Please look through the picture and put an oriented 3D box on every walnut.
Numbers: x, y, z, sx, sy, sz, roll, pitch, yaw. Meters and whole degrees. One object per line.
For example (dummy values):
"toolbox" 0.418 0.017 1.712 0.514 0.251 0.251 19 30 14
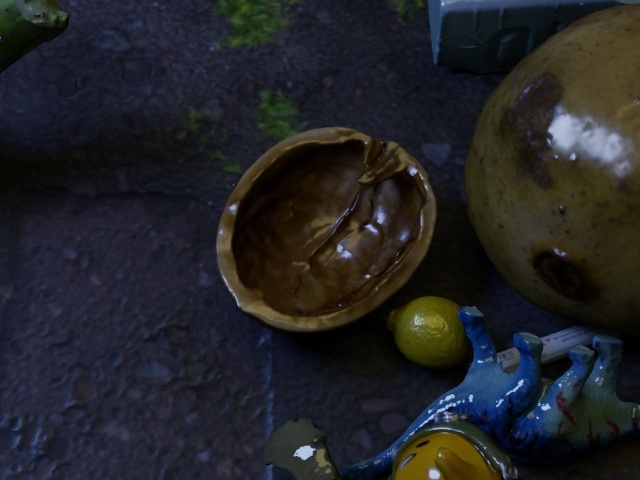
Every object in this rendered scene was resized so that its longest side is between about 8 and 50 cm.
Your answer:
"walnut" -0.001 0.002 1.249 0.167 0.087 0.211 42 67 11

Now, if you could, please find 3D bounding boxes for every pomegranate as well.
"pomegranate" 0.255 -0.055 1.197 0.281 0.281 0.281 2 60 -3

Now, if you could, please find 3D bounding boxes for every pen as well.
"pen" 0.217 0.086 1.253 0.204 0.025 0.025 -18 63 -15

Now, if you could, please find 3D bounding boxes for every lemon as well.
"lemon" 0.094 0.077 1.227 0.083 0.062 0.062 18 60 6

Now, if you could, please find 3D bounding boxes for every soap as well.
"soap" 0.220 -0.224 1.370 0.230 0.145 0.091 -3 69 -1

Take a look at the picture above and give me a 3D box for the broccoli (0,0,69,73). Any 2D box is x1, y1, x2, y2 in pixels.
"broccoli" -0.351 -0.135 1.187 0.198 0.275 0.177 -8 71 -45

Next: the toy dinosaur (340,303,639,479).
"toy dinosaur" 0.180 0.128 1.179 0.329 0.076 0.144 -1 102 -7

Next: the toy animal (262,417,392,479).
"toy animal" -0.055 0.229 1.112 0.214 0.094 0.186 6 51 9

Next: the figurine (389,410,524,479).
"figurine" 0.140 0.216 1.107 0.250 0.166 0.141 16 42 -28
